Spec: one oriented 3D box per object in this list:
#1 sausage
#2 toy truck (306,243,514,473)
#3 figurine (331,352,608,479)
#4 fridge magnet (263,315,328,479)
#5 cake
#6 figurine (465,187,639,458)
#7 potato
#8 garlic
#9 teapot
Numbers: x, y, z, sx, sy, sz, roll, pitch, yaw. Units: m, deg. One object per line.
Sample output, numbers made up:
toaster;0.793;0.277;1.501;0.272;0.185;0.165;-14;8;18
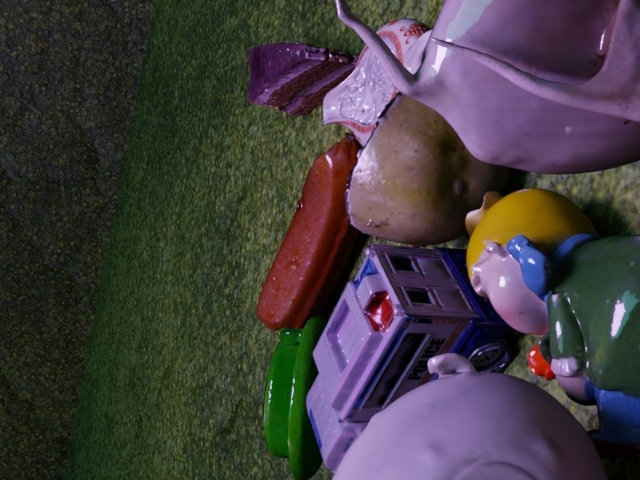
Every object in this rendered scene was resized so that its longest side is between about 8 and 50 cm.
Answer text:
sausage;0.000;0.000;1.061;0.102;0.102;0.330;-115;39;-48
toy truck;0.071;0.137;0.806;0.267;0.156;0.124;-65;31;34
figurine;0.054;0.229;0.629;0.394;0.275;0.226;111;159;-69
fridge magnet;-0.018;0.201;0.984;0.208;0.088;0.207;3;-90;-80
cake;-0.026;-0.252;1.163;0.295;0.116;0.112;-165;79;-67
figurine;0.196;0.057;0.628;0.234;0.127;0.185;22;120;54
potato;0.129;-0.072;0.780;0.117;0.182;0.202;33;82;30
garlic;0.212;-0.152;0.458;0.340;0.245;0.231;-35;30;-4
teapot;0.096;-0.182;0.894;0.245;0.116;0.159;139;145;-58
